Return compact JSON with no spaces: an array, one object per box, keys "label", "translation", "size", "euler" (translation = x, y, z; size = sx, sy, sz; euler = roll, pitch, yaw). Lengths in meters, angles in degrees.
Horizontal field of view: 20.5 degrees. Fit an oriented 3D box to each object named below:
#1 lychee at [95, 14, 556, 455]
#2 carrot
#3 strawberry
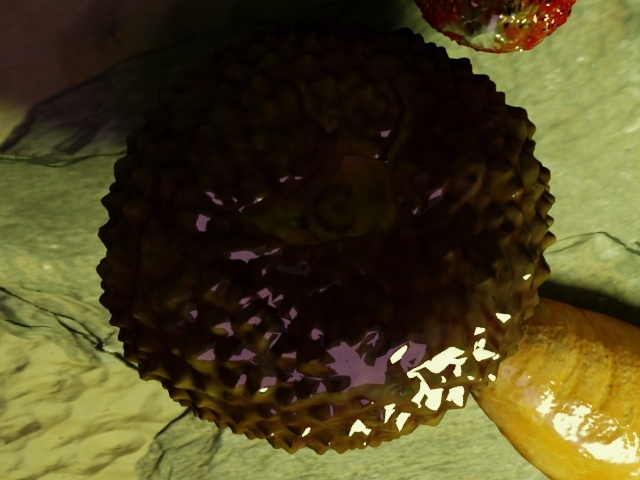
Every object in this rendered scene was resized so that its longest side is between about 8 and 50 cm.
[{"label":"lychee","translation":[0.000,0.000,1.039],"size":[0.267,0.267,0.267],"euler":[-6,150,-4]},{"label":"carrot","translation":[0.196,0.108,1.393],"size":[0.159,0.159,0.225],"euler":[-31,130,33]},{"label":"strawberry","translation":[0.098,-0.143,0.961],"size":[0.106,0.106,0.106],"euler":[-6,150,-4]}]
